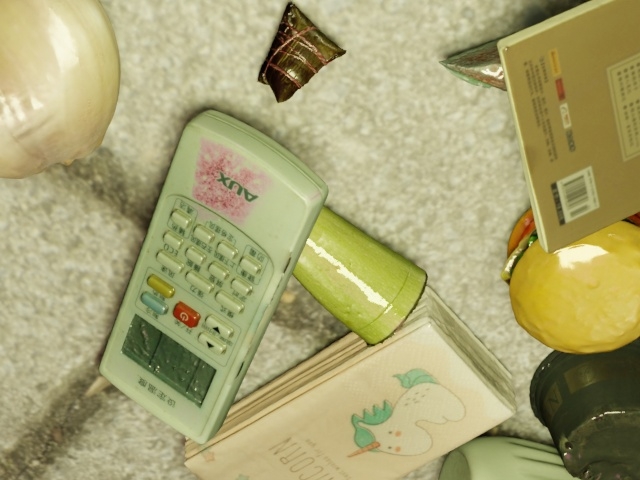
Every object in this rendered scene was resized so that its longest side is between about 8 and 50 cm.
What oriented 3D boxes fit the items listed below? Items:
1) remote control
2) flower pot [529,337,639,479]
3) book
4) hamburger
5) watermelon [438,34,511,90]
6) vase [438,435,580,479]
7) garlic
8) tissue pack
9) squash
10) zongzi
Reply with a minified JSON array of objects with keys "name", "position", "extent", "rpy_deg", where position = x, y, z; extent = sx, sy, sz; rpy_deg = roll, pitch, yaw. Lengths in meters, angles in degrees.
[{"name":"remote control","position":[-0.109,0.041,1.227],"extent":[0.145,0.050,0.344],"rpy_deg":[33,127,12]},{"name":"flower pot","position":[0.303,0.187,1.348],"extent":[0.157,0.107,0.157],"rpy_deg":[0,124,1]},{"name":"book","position":[0.309,-0.137,1.108],"extent":[0.310,0.021,0.217],"rpy_deg":[-25,125,-8]},{"name":"hamburger","position":[0.253,0.031,1.230],"extent":[0.162,0.115,0.162],"rpy_deg":[0,123,1]},{"name":"watermelon","position":[0.200,-0.140,1.131],"extent":[0.180,0.094,0.081],"rpy_deg":[12,121,-27]},{"name":"vase","position":[0.255,0.287,1.413],"extent":[0.248,0.128,0.128],"rpy_deg":[11,125,-20]},{"name":"garlic","position":[-0.277,-0.142,1.106],"extent":[0.217,0.110,0.228],"rpy_deg":[-37,118,18]},{"name":"tissue pack","position":[0.030,0.193,1.368],"extent":[0.325,0.071,0.170],"rpy_deg":[-33,121,22]},{"name":"squash","position":[0.000,0.000,1.228],"extent":[0.224,0.094,0.094],"rpy_deg":[42,115,-17]},{"name":"zongzi","position":[-0.033,-0.155,1.140],"extent":[0.067,0.073,0.083],"rpy_deg":[38,77,-24]}]
